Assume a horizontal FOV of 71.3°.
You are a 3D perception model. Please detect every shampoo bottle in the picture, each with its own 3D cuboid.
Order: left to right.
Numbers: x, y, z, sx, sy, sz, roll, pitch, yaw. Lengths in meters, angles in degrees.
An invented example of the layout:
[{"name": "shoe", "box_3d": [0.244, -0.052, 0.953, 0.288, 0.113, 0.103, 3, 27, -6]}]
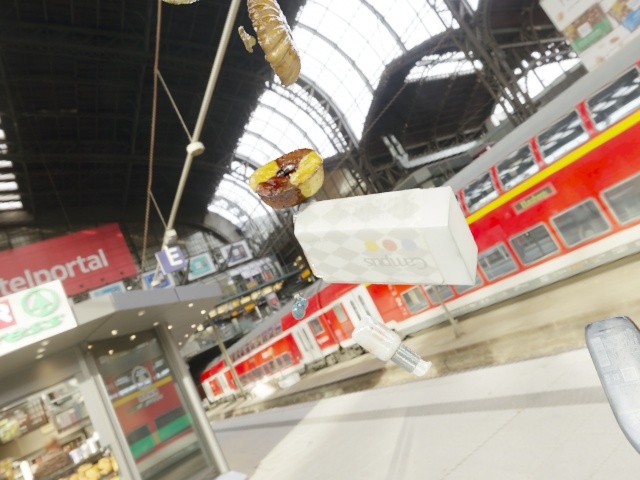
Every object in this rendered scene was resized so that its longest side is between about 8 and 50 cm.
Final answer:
[{"name": "shampoo bottle", "box_3d": [0.168, 0.258, 1.069, 0.074, 0.192, 0.074, -53, -10, -13]}, {"name": "shampoo bottle", "box_3d": [0.507, 0.241, 0.718, 0.087, 0.233, 0.049, -26, -35, 30]}]

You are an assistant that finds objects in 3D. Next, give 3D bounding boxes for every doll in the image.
[{"name": "doll", "box_3d": [-0.076, 0.238, 1.592, 0.050, 0.083, 0.076, 5, -45, 17]}]

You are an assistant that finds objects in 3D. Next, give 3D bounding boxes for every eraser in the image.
[{"name": "eraser", "box_3d": [0.132, 0.003, 1.003, 0.397, 0.213, 0.082, -2, 42, 41]}]

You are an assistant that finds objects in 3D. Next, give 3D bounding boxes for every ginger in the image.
[{"name": "ginger", "box_3d": [-0.270, -0.747, 1.659, 0.048, 0.097, 0.030, -5, 43, 24]}]

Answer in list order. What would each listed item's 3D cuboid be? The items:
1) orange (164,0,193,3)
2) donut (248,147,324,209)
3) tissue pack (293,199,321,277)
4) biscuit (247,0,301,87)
[{"name": "orange", "box_3d": [-0.422, -0.812, 1.210, 0.249, 0.329, 0.329, -43, -14, 15]}, {"name": "donut", "box_3d": [-0.075, -0.146, 1.076, 0.184, 0.166, 0.073, -38, -49, -15]}, {"name": "tissue pack", "box_3d": [0.000, 0.000, 1.354, 0.123, 0.215, 0.257, -23, -2, 8]}, {"name": "biscuit", "box_3d": [-0.152, -0.712, 1.580, 0.107, 0.325, 0.326, -19, -9, 10]}]
